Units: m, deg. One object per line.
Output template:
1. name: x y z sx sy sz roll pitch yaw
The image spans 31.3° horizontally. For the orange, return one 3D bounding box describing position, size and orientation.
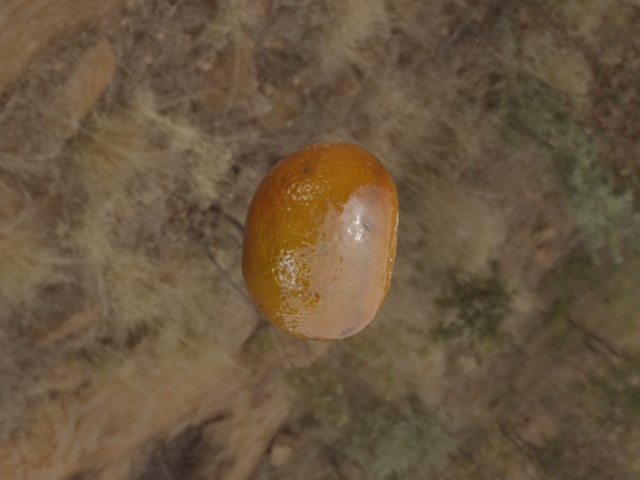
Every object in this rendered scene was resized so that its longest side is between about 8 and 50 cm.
1. orange: 0.000 0.000 1.276 0.224 0.170 0.224 9 90 -85
